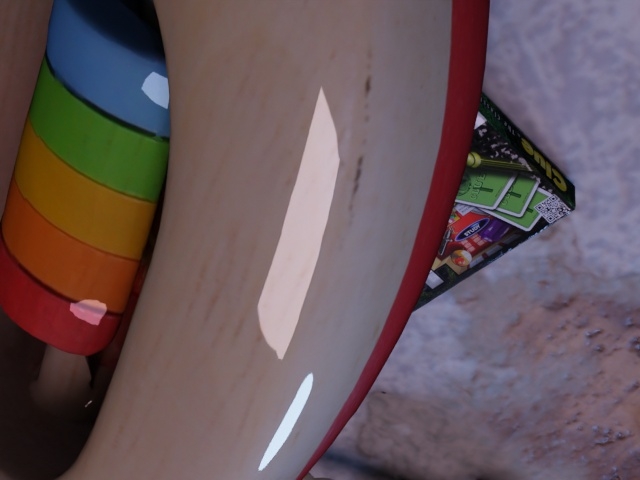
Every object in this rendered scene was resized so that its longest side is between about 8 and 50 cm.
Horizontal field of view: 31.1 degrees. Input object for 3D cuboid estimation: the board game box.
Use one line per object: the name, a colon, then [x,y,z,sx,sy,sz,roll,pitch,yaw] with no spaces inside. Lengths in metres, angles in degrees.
board game box: [0.000,0.000,0.658,0.136,0.030,0.260,42,123,-18]

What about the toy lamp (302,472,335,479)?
toy lamp: [0.021,0.179,0.759,0.275,0.080,0.080,19,128,-5]

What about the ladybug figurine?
ladybug figurine: [-0.059,-0.036,0.509,0.162,0.305,0.449,-6,135,-40]
